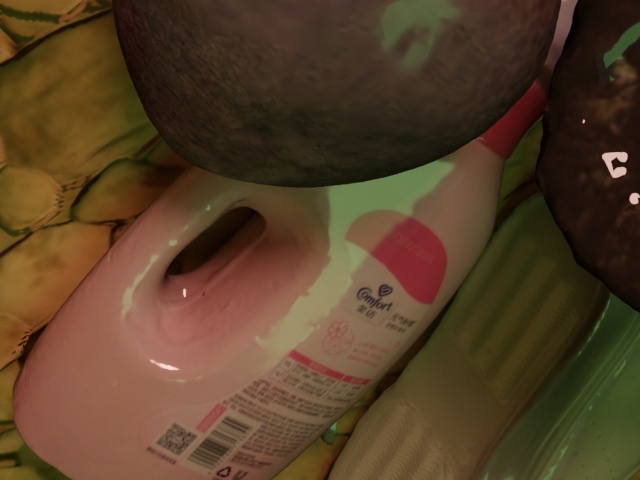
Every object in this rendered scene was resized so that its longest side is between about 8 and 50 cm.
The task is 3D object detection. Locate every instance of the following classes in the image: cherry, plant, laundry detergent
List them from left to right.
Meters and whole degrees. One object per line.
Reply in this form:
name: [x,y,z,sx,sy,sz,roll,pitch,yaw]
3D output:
laundry detergent: [0.000,0.000,0.544,0.159,0.088,0.335,33,108,-32]
cherry: [0.005,-0.097,0.412,0.176,0.140,0.176,14,140,12]
plant: [0.237,-0.029,0.484,0.320,0.194,0.182,6,94,-52]

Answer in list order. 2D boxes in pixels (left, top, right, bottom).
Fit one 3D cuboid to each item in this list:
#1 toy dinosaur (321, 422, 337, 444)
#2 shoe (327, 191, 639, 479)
toy dinosaur: [-0.061,0.131,0.671,0.142,0.057,0.212,6,117,-8]
shoe: [0.128,0.133,0.708,0.160,0.132,0.363,8,120,-35]
